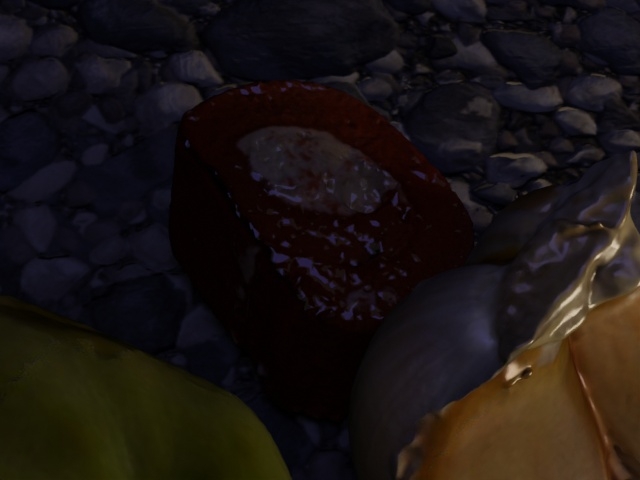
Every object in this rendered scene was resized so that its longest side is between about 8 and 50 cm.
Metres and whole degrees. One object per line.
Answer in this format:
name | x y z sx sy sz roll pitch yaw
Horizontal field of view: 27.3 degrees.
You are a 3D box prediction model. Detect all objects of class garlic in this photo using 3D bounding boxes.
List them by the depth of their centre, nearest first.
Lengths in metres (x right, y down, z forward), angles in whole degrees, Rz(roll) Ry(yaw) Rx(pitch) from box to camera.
garlic | 0.172 0.104 0.921 0.249 0.313 0.286 1 53 33

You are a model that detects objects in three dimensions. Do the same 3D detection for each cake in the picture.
cake | 0.000 0.000 1.069 0.177 0.151 0.283 -21 55 -28

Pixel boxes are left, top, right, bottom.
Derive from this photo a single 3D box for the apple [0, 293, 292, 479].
apple | -0.215 0.242 0.621 0.473 0.474 0.474 0 51 0
